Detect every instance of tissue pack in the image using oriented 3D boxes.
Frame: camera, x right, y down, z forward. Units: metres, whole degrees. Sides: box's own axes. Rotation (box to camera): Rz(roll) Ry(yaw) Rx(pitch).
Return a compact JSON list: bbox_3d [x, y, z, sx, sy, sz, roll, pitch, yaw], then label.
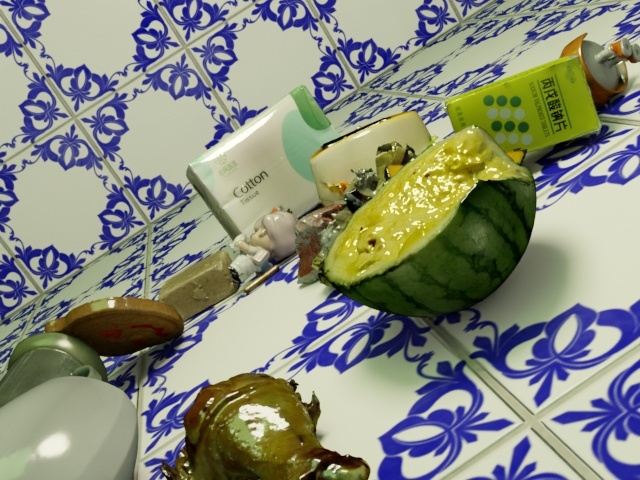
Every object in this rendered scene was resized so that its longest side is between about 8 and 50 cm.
[{"bbox_3d":[-0.112,-0.168,1.974,0.356,0.266,0.194,-37,4,-14],"label":"tissue pack"}]

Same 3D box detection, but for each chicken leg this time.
[{"bbox_3d":[-0.085,0.249,0.966,0.211,0.140,0.361,-27,12,-9],"label":"chicken leg"}]

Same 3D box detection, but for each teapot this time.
[{"bbox_3d":[-0.507,0.320,1.446,0.270,0.200,0.337,-29,18,16],"label":"teapot"}]

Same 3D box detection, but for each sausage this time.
[{"bbox_3d":[-0.127,0.084,1.744,0.100,0.015,0.015,-37,17,-13],"label":"sausage"}]

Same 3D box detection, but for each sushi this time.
[{"bbox_3d":[0.076,-0.045,1.484,0.291,0.131,0.139,-65,15,-5],"label":"sushi"}]

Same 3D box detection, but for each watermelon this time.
[{"bbox_3d":[0.000,0.000,1.547,0.071,0.139,0.187,22,85,32],"label":"watermelon"},{"bbox_3d":[0.172,0.002,1.135,0.331,0.189,0.331,-43,9,9],"label":"watermelon"}]

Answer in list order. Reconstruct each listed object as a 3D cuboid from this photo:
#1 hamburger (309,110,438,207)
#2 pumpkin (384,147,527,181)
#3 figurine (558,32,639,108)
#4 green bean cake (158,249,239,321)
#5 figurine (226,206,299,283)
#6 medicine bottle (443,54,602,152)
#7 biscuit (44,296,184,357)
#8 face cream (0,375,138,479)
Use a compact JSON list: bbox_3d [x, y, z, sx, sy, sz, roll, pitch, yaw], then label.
[{"bbox_3d":[0.116,-0.152,1.687,0.276,0.179,0.294,-24,9,-2],"label":"hamburger"},{"bbox_3d":[0.237,-0.059,1.367,0.253,0.149,0.130,-8,-30,-12],"label":"pumpkin"},{"bbox_3d":[0.488,-0.317,1.560,0.143,0.143,0.271,-40,19,-24],"label":"figurine"},{"bbox_3d":[-0.274,0.105,1.833,0.179,0.085,0.109,-28,18,10],"label":"green bean cake"},{"bbox_3d":[-0.116,0.006,1.782,0.112,0.137,0.229,24,56,32],"label":"figurine"},{"bbox_3d":[0.357,-0.225,1.446,0.250,0.137,0.141,-19,8,12],"label":"medicine bottle"},{"bbox_3d":[-0.415,0.184,1.653,0.257,0.049,0.273,-20,-26,19],"label":"biscuit"},{"bbox_3d":[-0.412,0.358,1.113,0.312,0.219,0.357,-25,19,24],"label":"face cream"}]
